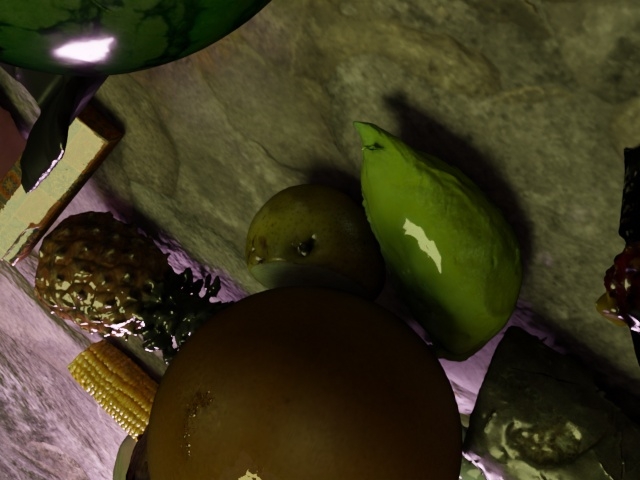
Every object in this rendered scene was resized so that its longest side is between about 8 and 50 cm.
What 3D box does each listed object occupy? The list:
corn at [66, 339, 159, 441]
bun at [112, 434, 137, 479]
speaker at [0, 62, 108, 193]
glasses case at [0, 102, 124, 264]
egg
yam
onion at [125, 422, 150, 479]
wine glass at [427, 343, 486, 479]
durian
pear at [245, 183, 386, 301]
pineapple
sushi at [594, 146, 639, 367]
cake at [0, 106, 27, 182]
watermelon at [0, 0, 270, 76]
[{"bbox_3d":[-0.295,0.259,1.644,0.244,0.093,0.093,41,149,0],"label":"corn"},{"bbox_3d":[-0.266,0.474,1.791,0.293,0.187,0.293,26,144,20],"label":"bun"},{"bbox_3d":[-0.322,-0.258,0.944,0.388,0.184,0.180,48,149,-8],"label":"speaker"},{"bbox_3d":[-0.327,-0.069,1.205,0.075,0.049,0.218,44,114,-2],"label":"glasses case"},{"bbox_3d":[-0.014,0.182,0.923,0.283,0.282,0.351,36,169,9],"label":"egg"},{"bbox_3d":[0.244,0.204,0.938,0.254,0.154,0.154,33,148,11],"label":"yam"},{"bbox_3d":[-0.079,0.282,1.277,0.282,0.260,0.336,29,-174,-14],"label":"onion"},{"bbox_3d":[0.155,0.206,1.096,0.195,0.079,0.079,50,148,-10],"label":"wine glass"},{"bbox_3d":[0.100,0.009,0.887,0.139,0.101,0.250,16,145,39],"label":"durian"},{"bbox_3d":[0.000,0.000,0.990,0.141,0.104,0.141,13,163,4],"label":"pear"},{"bbox_3d":[-0.217,0.079,1.286,0.279,0.158,0.157,30,147,12],"label":"pineapple"},{"bbox_3d":[0.270,0.034,0.685,0.172,0.150,0.153,3,132,46],"label":"sushi"},{"bbox_3d":[-0.573,-0.122,1.297,0.314,0.293,0.306,4,138,51],"label":"cake"},{"bbox_3d":[-0.131,-0.268,0.577,0.363,0.363,0.363,28,146,21],"label":"watermelon"}]
